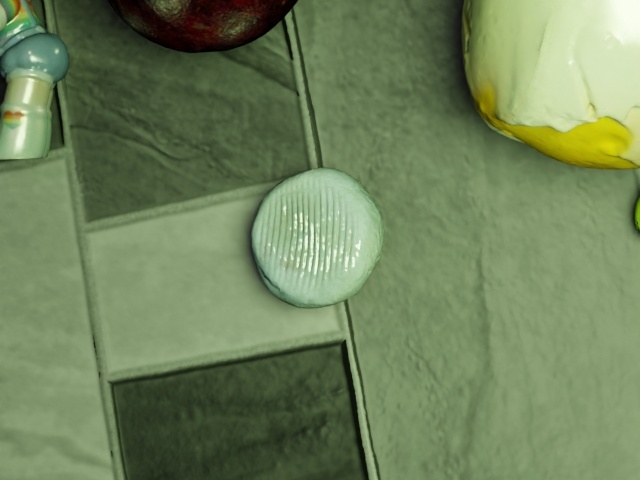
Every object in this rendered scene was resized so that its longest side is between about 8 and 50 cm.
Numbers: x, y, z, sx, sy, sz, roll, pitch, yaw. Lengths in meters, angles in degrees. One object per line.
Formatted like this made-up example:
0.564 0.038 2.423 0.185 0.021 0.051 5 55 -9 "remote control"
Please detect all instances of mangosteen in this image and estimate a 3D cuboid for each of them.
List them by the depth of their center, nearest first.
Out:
-0.132 -0.302 0.995 0.228 0.265 0.228 -30 49 40 "mangosteen"

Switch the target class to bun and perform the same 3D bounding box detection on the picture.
0.000 0.000 1.032 0.140 0.083 0.141 -4 80 22 "bun"

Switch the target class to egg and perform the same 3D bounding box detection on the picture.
0.289 -0.203 0.882 0.345 0.283 0.283 -9 83 0 "egg"

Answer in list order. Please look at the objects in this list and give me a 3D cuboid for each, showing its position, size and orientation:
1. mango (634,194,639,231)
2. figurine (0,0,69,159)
0.370 -0.042 0.951 0.165 0.074 0.091 -20 83 11 "mango"
-0.310 -0.277 1.105 0.205 0.224 0.382 -2 110 -7 "figurine"
